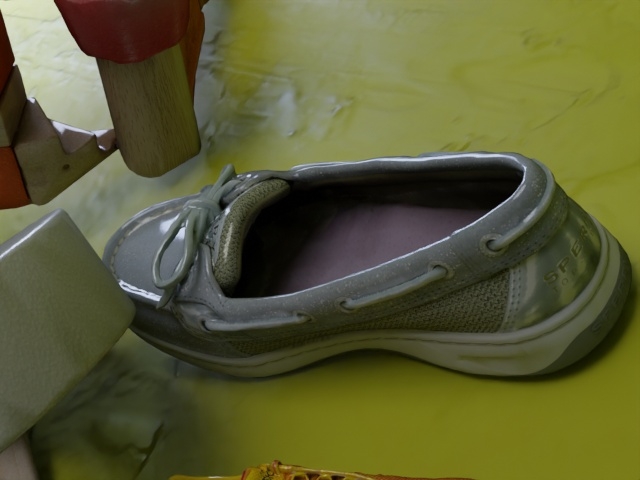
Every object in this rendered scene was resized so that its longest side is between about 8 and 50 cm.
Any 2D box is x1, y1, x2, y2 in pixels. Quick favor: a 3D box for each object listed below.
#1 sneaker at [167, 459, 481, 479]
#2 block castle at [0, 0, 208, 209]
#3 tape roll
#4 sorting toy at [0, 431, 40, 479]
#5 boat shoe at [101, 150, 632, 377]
[{"bbox_3d":[-0.001,0.131,0.693,0.175,0.067,0.064,-12,44,29],"label":"sneaker"},{"bbox_3d":[-0.294,-0.193,1.023,0.453,0.213,0.303,-3,44,6],"label":"block castle"},{"bbox_3d":[-0.269,0.122,0.774,0.392,0.072,0.392,-34,8,6],"label":"tape roll"},{"bbox_3d":[-0.227,0.202,0.829,0.193,0.038,0.208,-35,37,6],"label":"sorting toy"},{"bbox_3d":[0.000,0.002,0.791,0.320,0.103,0.118,3,54,41],"label":"boat shoe"}]
